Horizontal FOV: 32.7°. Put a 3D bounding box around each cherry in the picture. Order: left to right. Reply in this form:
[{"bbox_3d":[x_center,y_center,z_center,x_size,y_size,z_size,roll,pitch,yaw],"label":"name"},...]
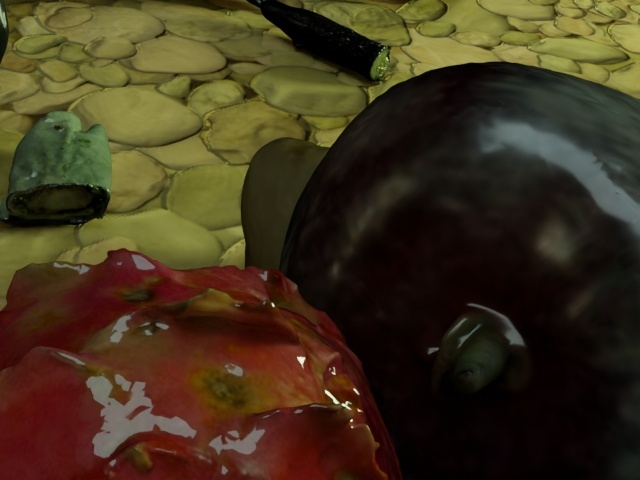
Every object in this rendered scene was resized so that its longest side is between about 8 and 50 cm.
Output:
[{"bbox_3d":[0.109,0.034,0.521,0.255,0.218,0.296,47,32,16],"label":"cherry"}]

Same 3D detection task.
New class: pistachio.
[{"bbox_3d":[0.000,0.000,0.662,0.113,0.113,0.149,4,42,-7],"label":"pistachio"}]

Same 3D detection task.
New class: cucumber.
[{"bbox_3d":[-0.006,-0.188,0.989,0.163,0.043,0.039,29,81,31],"label":"cucumber"}]

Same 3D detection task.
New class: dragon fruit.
[{"bbox_3d":[-0.060,0.107,0.414,0.210,0.205,0.268,-3,-3,10],"label":"dragon fruit"}]

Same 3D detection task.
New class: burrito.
[{"bbox_3d":[-0.180,-0.054,0.749,0.074,0.044,0.118,-1,39,-8],"label":"burrito"}]

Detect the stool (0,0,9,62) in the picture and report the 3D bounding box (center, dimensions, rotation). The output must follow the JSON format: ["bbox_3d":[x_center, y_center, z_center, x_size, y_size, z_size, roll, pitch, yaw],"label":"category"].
[{"bbox_3d":[-0.321,-0.189,0.763,0.141,0.232,0.232,-17,42,-30],"label":"stool"}]
